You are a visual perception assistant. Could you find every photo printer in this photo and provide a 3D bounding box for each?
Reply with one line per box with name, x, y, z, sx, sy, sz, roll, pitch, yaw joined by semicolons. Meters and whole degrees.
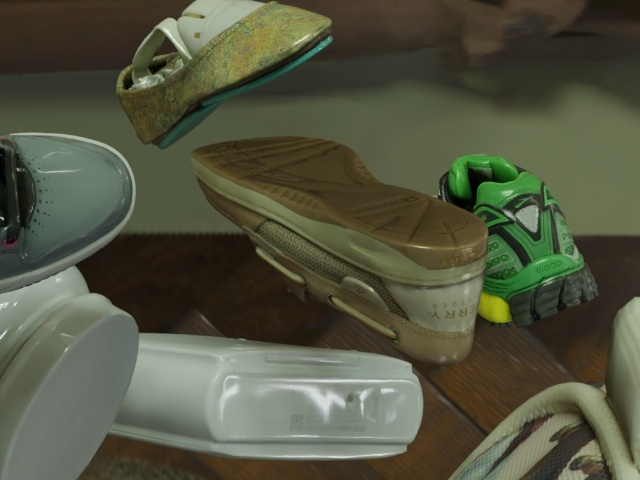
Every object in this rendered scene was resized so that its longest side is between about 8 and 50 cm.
photo printer;-0.091;0.151;1.568;0.256;0.307;0.107;6;87;-38

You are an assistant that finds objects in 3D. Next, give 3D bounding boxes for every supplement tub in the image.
supplement tub;-0.334;0.076;1.317;0.316;0.228;0.228;27;91;16

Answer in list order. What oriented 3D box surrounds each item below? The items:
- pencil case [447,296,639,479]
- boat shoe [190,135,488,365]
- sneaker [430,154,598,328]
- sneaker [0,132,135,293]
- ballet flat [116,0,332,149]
pencil case;0.202;0.188;0.426;0.410;0.160;0.183;28;122;-6
boat shoe;0.000;0.000;1.242;0.122;0.341;0.110;-13;114;-28
sneaker;0.165;-0.019;1.524;0.134;0.343;0.146;-18;99;-11
sneaker;-0.245;-0.032;0.992;0.295;0.178;0.124;-10;82;-22
ballet flat;-0.116;-0.186;1.618;0.123;0.348;0.123;8;75;-29
